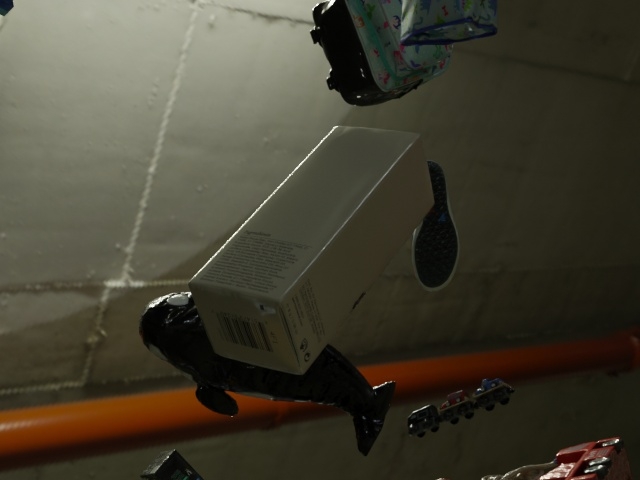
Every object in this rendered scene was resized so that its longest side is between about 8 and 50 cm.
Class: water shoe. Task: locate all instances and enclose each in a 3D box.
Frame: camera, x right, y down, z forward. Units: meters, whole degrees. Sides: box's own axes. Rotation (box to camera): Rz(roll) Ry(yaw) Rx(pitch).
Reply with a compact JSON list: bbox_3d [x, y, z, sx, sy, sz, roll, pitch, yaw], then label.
[{"bbox_3d":[0.176,-0.021,1.642,0.080,0.072,0.203,66,-158,-82],"label":"water shoe"}]

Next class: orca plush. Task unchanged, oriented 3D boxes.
[{"bbox_3d":[-0.067,0.139,1.111,0.151,0.287,0.102,-55,-3,8],"label":"orca plush"}]

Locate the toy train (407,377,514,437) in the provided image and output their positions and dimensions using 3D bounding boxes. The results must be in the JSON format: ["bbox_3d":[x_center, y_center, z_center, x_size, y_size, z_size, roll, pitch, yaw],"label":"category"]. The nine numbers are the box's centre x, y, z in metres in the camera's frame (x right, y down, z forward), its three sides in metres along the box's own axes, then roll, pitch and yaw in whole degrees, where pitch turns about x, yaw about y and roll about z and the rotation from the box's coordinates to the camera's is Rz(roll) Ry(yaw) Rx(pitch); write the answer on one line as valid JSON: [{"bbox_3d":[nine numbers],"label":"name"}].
[{"bbox_3d":[0.177,0.211,1.355,0.158,0.036,0.027,-28,-38,28],"label":"toy train"}]

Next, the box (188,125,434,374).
[{"bbox_3d":[0.000,0.000,1.034,0.275,0.113,0.094,-48,-45,-38],"label":"box"}]

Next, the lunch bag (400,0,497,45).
[{"bbox_3d":[0.174,-0.347,1.498,0.096,0.151,0.129,9,-98,-46],"label":"lunch bag"}]

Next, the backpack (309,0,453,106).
[{"bbox_3d":[0.134,-0.381,1.968,0.253,0.191,0.225,-21,-91,-49],"label":"backpack"}]

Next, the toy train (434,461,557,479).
[{"bbox_3d":[0.144,0.311,1.052,0.247,0.144,0.105,-15,-21,11],"label":"toy train"}]

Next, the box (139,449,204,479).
[{"bbox_3d":[-0.217,0.363,1.592,0.083,0.062,0.052,49,-122,-11],"label":"box"}]

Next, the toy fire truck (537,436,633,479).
[{"bbox_3d":[0.191,0.223,0.920,0.192,0.135,0.047,-12,-93,-65],"label":"toy fire truck"}]

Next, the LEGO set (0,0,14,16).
[{"bbox_3d":[-0.356,-0.312,1.143,0.227,0.087,0.093,-35,-35,26],"label":"LEGO set"}]
